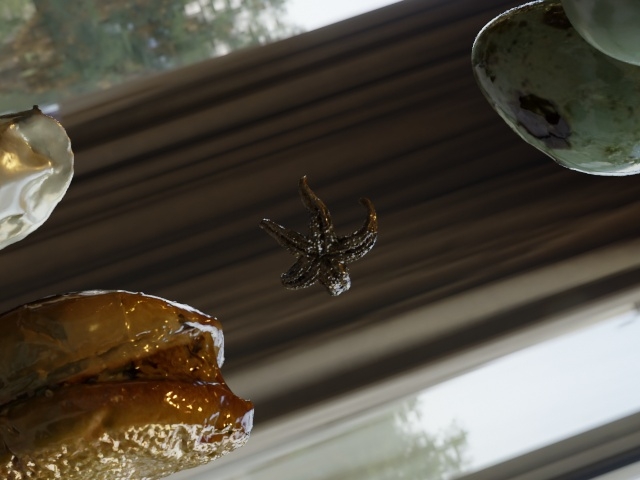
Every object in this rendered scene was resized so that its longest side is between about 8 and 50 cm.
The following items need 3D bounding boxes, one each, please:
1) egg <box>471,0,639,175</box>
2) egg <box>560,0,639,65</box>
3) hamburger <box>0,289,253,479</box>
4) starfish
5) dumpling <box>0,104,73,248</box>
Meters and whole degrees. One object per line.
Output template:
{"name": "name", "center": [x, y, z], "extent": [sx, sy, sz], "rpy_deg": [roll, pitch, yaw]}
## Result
{"name": "egg", "center": [0.257, -0.153, 1.233], "extent": [0.169, 0.231, 0.169], "rpy_deg": [21, 90, -81]}
{"name": "egg", "center": [0.244, -0.190, 0.851], "extent": [0.192, 0.149, 0.149], "rpy_deg": [-19, -90, 52]}
{"name": "hamburger", "center": [-0.226, 0.160, 1.172], "extent": [0.290, 0.314, 0.170], "rpy_deg": [39, 28, -64]}
{"name": "starfish", "center": [0.000, 0.000, 0.831], "extent": [0.028, 0.078, 0.091], "rpy_deg": [-76, 157, -54]}
{"name": "dumpling", "center": [-0.391, -0.053, 1.441], "extent": [0.126, 0.216, 0.166], "rpy_deg": [15, -46, 43]}
